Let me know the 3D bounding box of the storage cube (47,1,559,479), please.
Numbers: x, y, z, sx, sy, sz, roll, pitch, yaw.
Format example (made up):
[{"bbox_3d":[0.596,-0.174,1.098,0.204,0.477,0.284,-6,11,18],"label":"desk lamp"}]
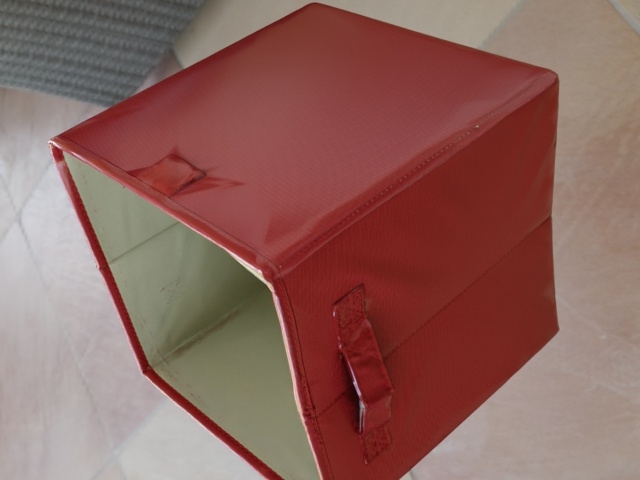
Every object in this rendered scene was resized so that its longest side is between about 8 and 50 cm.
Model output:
[{"bbox_3d":[0.000,0.000,0.502,0.215,0.193,0.183,29,143,41],"label":"storage cube"}]
